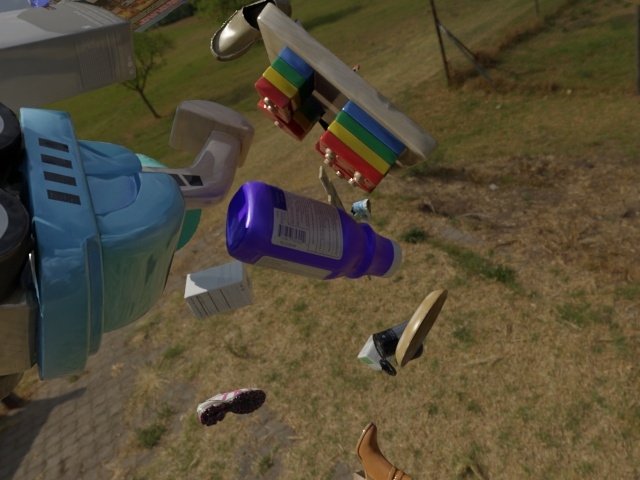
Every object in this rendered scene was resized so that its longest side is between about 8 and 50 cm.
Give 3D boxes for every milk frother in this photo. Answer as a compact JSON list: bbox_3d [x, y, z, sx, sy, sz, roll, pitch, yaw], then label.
[{"bbox_3d":[0.245,0.337,1.409,0.135,0.143,0.129,-19,59,-14],"label":"milk frother"}]

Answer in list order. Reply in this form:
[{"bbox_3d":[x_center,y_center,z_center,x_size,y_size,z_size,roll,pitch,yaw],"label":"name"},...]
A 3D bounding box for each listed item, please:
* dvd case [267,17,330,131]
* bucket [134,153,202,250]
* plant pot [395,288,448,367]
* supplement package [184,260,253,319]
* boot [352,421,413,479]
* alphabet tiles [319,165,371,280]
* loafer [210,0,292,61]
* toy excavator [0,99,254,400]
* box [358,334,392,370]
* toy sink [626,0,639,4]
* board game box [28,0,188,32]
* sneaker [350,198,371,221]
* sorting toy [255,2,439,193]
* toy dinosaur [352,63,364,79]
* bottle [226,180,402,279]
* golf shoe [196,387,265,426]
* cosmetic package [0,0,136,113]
[{"bbox_3d":[0.006,-0.290,0.872,0.022,0.253,0.180,-25,31,30],"label":"dvd case"},{"bbox_3d":[-0.486,-0.093,1.273,0.183,0.281,0.281,22,51,32],"label":"bucket"},{"bbox_3d":[0.260,0.224,1.181,0.032,0.236,0.236,30,55,24],"label":"plant pot"},{"bbox_3d":[-0.304,0.148,1.367,0.179,0.105,0.105,-16,39,2],"label":"supplement package"},{"bbox_3d":[0.170,0.591,1.180,0.152,0.197,0.073,9,5,36],"label":"boot"},{"bbox_3d":[0.074,-0.055,1.347,0.011,0.342,0.285,-24,18,9],"label":"alphabet tiles"},{"bbox_3d":[-0.116,-0.336,0.704,0.148,0.056,0.050,-30,2,16],"label":"loafer"},{"bbox_3d":[-0.248,-0.047,0.582,0.445,0.222,0.433,-1,46,-36],"label":"toy excavator"},{"bbox_3d":[0.205,0.400,1.616,0.102,0.087,0.101,-54,0,-21],"label":"box"},{"bbox_3d":[0.256,-0.297,0.373,0.153,0.131,0.234,-6,61,-28],"label":"toy sink"},{"bbox_3d":[-0.374,-0.522,0.839,0.232,0.141,0.291,-21,12,21],"label":"board game box"},{"bbox_3d":[0.145,-0.110,1.624,0.073,0.162,0.063,-3,75,10],"label":"sneaker"},{"bbox_3d":[0.012,-0.167,0.645,0.089,0.257,0.255,-51,3,3],"label":"sorting toy"},{"bbox_3d":[0.067,-0.413,1.152,0.090,0.082,0.047,19,15,5],"label":"toy dinosaur"},{"bbox_3d":[0.000,0.000,0.689,0.092,0.283,0.118,-39,46,43],"label":"bottle"},{"bbox_3d":[-0.244,0.438,1.233,0.186,0.067,0.086,-9,11,-23],"label":"golf shoe"},{"bbox_3d":[-0.423,-0.285,0.691,0.127,0.107,0.238,30,43,18],"label":"cosmetic package"}]
